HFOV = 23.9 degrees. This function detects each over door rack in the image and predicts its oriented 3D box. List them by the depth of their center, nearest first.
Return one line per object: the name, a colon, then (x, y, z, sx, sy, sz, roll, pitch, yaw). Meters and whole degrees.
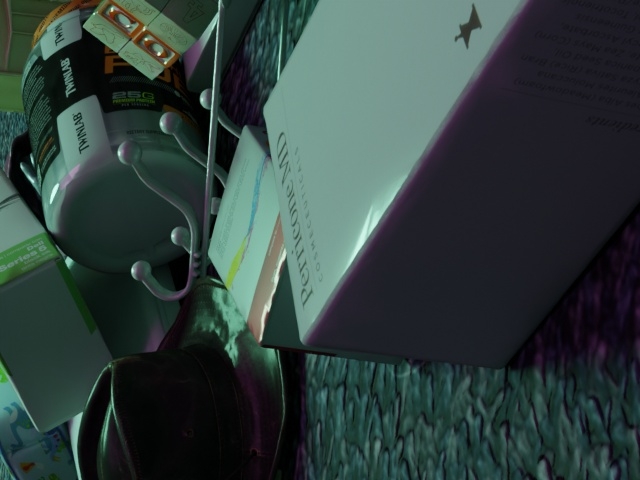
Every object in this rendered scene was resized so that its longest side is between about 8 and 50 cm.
over door rack: (-0.086, -0.133, 1.381, 0.239, 0.108, 0.324, -51, -20, -67)

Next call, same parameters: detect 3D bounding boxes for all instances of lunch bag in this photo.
lunch bag: (-0.345, 0.249, 1.903, 0.176, 0.090, 0.219, -118, 6, -60)

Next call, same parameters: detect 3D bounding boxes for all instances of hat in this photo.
hat: (-0.161, 0.196, 1.480, 0.331, 0.134, 0.331, -15, 73, 59)

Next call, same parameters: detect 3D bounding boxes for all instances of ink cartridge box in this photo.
ink cartridge box: (0.000, 0.000, 1.233, 0.176, 0.128, 0.127, -127, 50, -59)
ink cartridge box: (-0.346, 0.058, 1.731, 0.273, 0.115, 0.198, 45, 160, 53)

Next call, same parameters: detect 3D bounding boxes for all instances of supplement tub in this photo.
supplement tub: (-0.239, -0.131, 1.743, 0.193, 0.194, 0.316, -64, 33, 36)

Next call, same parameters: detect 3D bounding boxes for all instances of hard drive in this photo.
hard drive: (-0.122, -0.350, 1.754, 0.203, 0.040, 0.307, 122, 147, -44)
hard drive: (-0.238, 0.128, 1.781, 0.233, 0.047, 0.353, -53, 39, 32)

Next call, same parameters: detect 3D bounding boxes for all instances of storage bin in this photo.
storage bin: (-0.422, -0.265, 2.161, 0.262, 0.260, 0.123, 168, 105, -66)

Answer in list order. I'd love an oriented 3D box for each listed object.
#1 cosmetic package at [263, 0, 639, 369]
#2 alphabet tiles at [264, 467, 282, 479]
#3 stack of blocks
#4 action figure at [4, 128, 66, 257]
cosmetic package: (0.125, -0.142, 0.946, 0.453, 0.162, 0.230, 121, 149, -44)
alphabet tiles: (-0.090, 0.283, 1.508, 0.237, 0.009, 0.198, 165, 111, -65)
stack of blocks: (-0.107, -0.302, 1.473, 0.297, 0.087, 0.171, -59, 14, -23)
action figure: (-0.385, -0.056, 2.160, 0.275, 0.248, 0.370, 62, 146, 12)
